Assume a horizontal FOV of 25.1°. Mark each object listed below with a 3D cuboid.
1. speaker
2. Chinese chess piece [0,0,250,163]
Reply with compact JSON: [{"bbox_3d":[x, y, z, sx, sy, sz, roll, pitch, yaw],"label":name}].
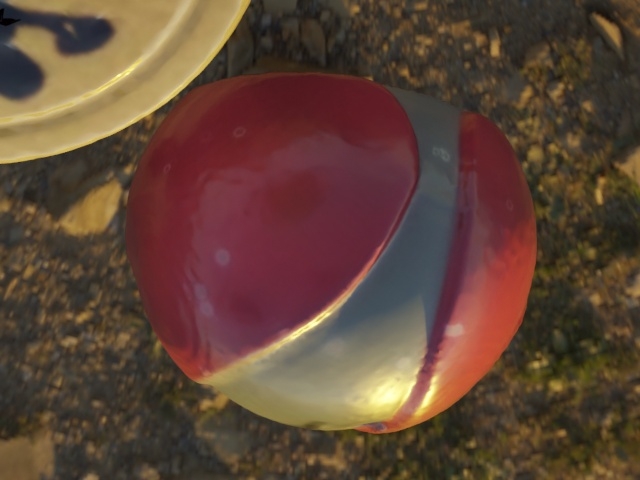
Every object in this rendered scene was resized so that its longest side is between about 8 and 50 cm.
[{"bbox_3d":[0.000,0.000,1.027,0.294,0.294,0.294,0,116,1],"label":"speaker"},{"bbox_3d":[-0.145,-0.150,0.593,0.257,0.104,0.257,-9,135,-9],"label":"Chinese chess piece"}]
